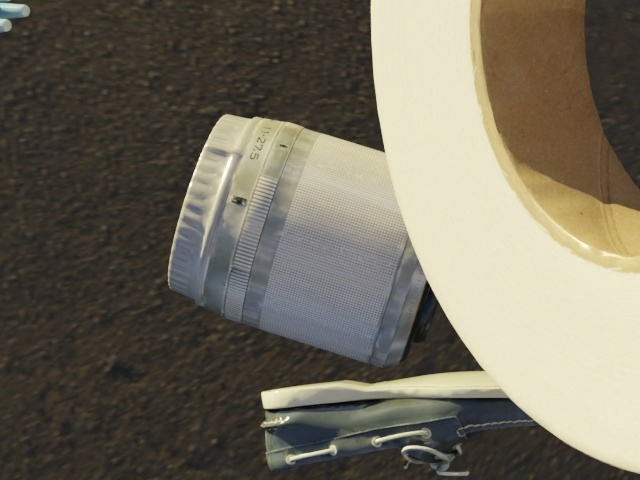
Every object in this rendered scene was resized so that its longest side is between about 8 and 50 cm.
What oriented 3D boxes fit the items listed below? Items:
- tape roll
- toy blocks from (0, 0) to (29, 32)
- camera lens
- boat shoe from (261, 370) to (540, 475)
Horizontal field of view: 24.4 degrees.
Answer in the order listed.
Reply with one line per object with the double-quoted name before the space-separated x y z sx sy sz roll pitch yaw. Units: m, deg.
"tape roll" 0.151 -0.094 0.638 0.392 0.072 0.391 18 111 58
"toy blocks" -0.254 -0.122 0.849 0.148 0.123 0.054 4 115 31
"camera lens" 0.000 0.000 1.567 0.274 0.219 0.219 17 102 4
"boat shoe" 0.076 0.152 1.215 0.255 0.095 0.079 -4 89 6
